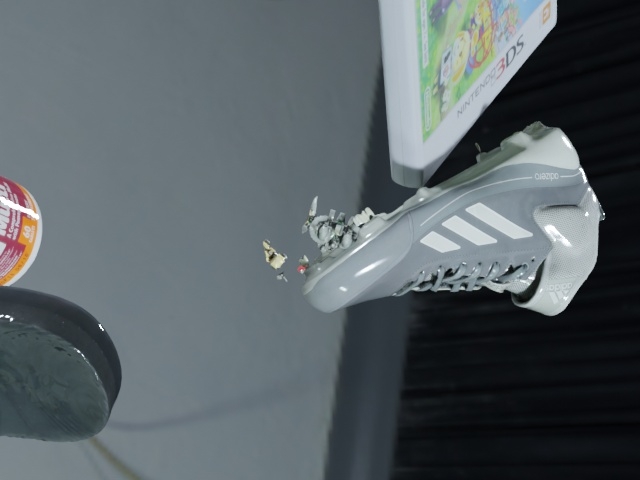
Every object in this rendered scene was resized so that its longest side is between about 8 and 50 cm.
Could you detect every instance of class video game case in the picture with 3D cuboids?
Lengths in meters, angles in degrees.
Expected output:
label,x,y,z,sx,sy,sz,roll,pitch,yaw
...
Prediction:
label,x,y,z,sx,sy,sz,roll,pitch,yaw
video game case,0.087,-0.166,0.843,0.193,0.023,0.212,-50,145,-40

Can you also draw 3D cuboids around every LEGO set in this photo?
label,x,y,z,sx,sy,sz,roll,pitch,yaw
LEGO set,0.000,0.003,1.041,0.054,0.083,0.023,49,11,-6

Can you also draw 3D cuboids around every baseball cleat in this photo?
label,x,y,z,sx,sy,sz,roll,pitch,yaw
baseball cleat,0.088,0.008,0.849,0.206,0.072,0.109,-31,89,-28

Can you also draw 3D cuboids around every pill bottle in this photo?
label,x,y,z,sx,sy,sz,roll,pitch,yaw
pill bottle,-0.378,-0.030,1.447,0.221,0.121,0.121,32,60,-61

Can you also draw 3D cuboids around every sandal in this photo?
label,x,y,z,sx,sy,sz,roll,pitch,yaw
sandal,-0.372,0.098,1.130,0.107,0.445,0.167,-68,151,-45
